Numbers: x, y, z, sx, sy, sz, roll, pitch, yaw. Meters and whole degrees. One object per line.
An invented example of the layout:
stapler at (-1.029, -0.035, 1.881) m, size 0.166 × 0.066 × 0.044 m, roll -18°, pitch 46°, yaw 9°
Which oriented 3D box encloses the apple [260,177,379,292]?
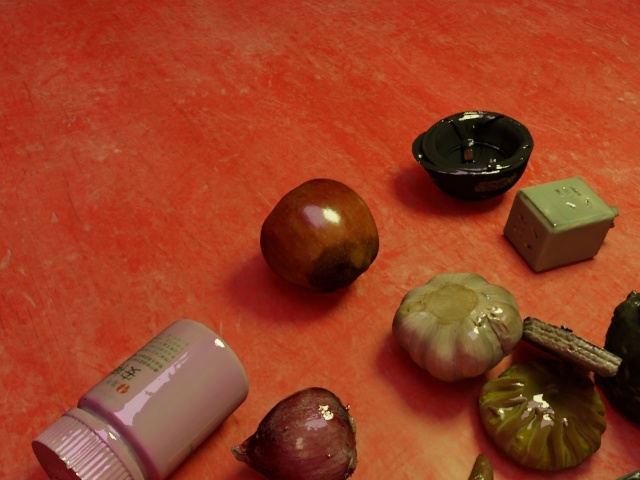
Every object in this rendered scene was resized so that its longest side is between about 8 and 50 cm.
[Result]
apple at (0.000, 0.000, 1.337) m, size 0.230 × 0.230 × 0.230 m, roll 3°, pitch 43°, yaw -3°

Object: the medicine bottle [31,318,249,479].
medicine bottle at (-0.266, 0.270, 1.041) m, size 0.178 × 0.178 × 0.290 m, roll 30°, pitch 49°, yaw 24°

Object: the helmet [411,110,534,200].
helmet at (0.354, -0.179, 1.595) m, size 0.279 × 0.160 × 0.230 m, roll -19°, pitch 47°, yaw -7°

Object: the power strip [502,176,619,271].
power strip at (0.538, -0.043, 1.480) m, size 0.224 × 0.139 × 0.140 m, roll -13°, pitch 45°, yaw -18°

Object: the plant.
plant at (0.613, 0.165, 1.145) m, size 0.215 × 0.312 × 0.213 m, roll -5°, pitch 41°, yaw -6°

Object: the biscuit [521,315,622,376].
biscuit at (0.423, 0.183, 1.178) m, size 0.147 × 0.250 × 0.046 m, roll 28°, pitch 88°, yaw 12°

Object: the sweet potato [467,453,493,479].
sweet potato at (0.196, 0.408, 1.029) m, size 0.255 × 0.058 × 0.078 m, roll -25°, pitch 30°, yaw -34°

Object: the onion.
onion at (-0.040, 0.311, 1.045) m, size 0.195 × 0.159 × 0.159 m, roll -12°, pitch 45°, yaw -1°

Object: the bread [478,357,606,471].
bread at (0.377, 0.285, 1.145) m, size 0.213 × 0.105 × 0.213 m, roll 5°, pitch 45°, yaw -5°

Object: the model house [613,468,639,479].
model house at (0.471, 0.430, 1.015) m, size 0.165 × 0.106 × 0.152 m, roll -31°, pitch 58°, yaw 13°

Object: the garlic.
garlic at (0.247, 0.156, 1.228) m, size 0.228 × 0.152 × 0.228 m, roll -9°, pitch 34°, yaw 6°
